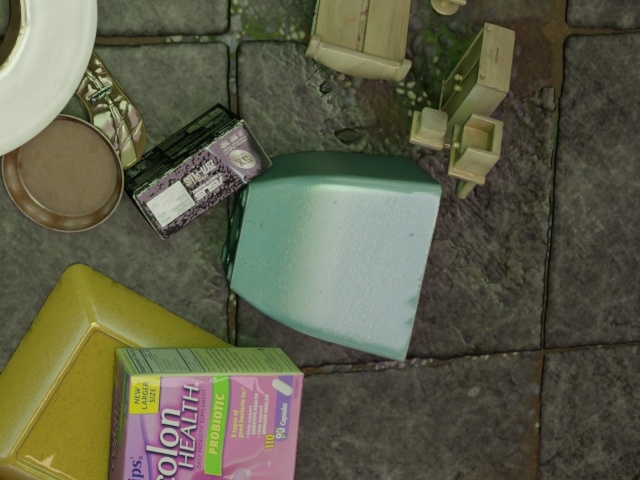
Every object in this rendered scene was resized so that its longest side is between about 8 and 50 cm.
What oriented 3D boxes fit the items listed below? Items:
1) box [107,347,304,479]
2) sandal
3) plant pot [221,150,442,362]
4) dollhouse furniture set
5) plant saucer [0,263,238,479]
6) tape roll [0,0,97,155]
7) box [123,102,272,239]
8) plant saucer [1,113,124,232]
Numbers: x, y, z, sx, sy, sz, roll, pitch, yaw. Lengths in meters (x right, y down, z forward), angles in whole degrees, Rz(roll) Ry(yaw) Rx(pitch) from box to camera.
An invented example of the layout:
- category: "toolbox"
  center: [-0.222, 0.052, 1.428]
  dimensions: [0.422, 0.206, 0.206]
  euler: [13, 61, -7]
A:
- category: "box"
  center: [-0.161, 0.265, 2.018]
  dimensions: [0.243, 0.117, 0.213]
  euler: [2, 104, -18]
- category: "sandal"
  center: [-0.292, -0.183, 1.982]
  dimensions: [0.072, 0.049, 0.180]
  euler: [-30, 97, -2]
- category: "plant pot"
  center: [0.000, 0.000, 2.029]
  dimensions: [0.252, 0.247, 0.247]
  euler: [10, 101, -9]
- category: "dollhouse furniture set"
  center: [0.065, -0.236, 2.011]
  dimensions: [0.356, 0.174, 0.303]
  euler: [15, 61, -10]
- category: "plant saucer"
  center: [-0.290, 0.251, 2.079]
  dimensions: [0.333, 0.081, 0.332]
  euler: [31, 93, -23]
- category: "tape roll"
  center: [-0.469, -0.283, 1.801]
  dimensions: [0.392, 0.072, 0.391]
  euler: [-7, 106, -23]
- category: "box"
  center: [-0.174, -0.095, 1.986]
  dimensions: [0.180, 0.147, 0.077]
  euler: [-36, 112, -7]
- category: "plant saucer"
  center: [-0.342, -0.093, 1.967]
  dimensions: [0.169, 0.029, 0.168]
  euler: [3, 114, 7]
